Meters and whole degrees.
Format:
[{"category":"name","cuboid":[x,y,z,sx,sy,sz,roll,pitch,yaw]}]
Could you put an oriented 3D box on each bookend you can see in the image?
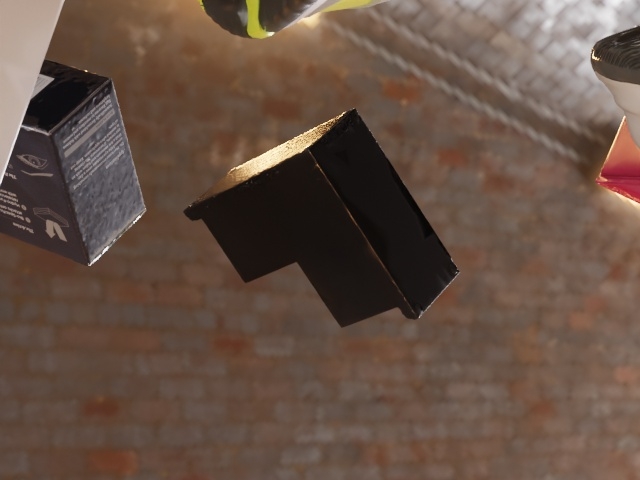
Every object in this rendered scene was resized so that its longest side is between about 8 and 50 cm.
[{"category":"bookend","cuboid":[0.000,0.000,1.298,0.157,0.156,0.072,56,-135,-10]}]

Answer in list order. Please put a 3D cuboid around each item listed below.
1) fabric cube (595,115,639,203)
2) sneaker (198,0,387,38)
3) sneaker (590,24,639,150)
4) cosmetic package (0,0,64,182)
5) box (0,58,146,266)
[{"category":"fabric cube","cuboid":[0.459,-0.119,1.566,0.259,0.258,0.254,25,179,-12]},{"category":"sneaker","cuboid":[0.079,-0.234,0.806,0.147,0.384,0.145,-19,-96,-44]},{"category":"sneaker","cuboid":[0.283,-0.021,0.956,0.447,0.169,0.258,-22,-86,-75]},{"category":"cosmetic package","cuboid":[-0.305,-0.132,1.082,0.138,0.224,0.224,0,-149,-47]},{"category":"box","cuboid":[-0.259,-0.080,1.488,0.156,0.158,0.093,19,-132,29]}]
